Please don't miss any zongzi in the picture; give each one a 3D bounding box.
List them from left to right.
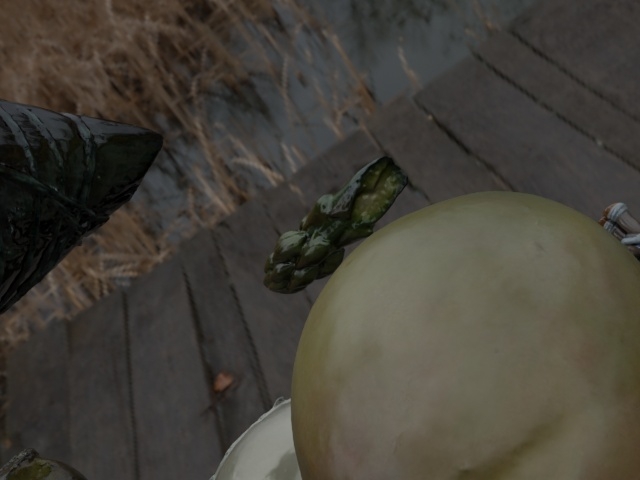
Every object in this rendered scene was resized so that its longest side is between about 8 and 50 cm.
[{"bbox_3d":[-0.328,0.011,0.877,0.319,0.383,0.362,-41,57,14],"label":"zongzi"}]

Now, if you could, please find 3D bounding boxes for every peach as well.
[{"bbox_3d":[0.107,0.123,0.613,0.247,0.292,0.292,4,40,16],"label":"peach"}]

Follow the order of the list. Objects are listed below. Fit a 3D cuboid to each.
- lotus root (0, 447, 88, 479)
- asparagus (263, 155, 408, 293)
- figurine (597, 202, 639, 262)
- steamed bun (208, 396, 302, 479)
[{"bbox_3d":[-0.230,0.308,0.947,0.124,0.241,0.123,-31,11,-36],"label":"lotus root"},{"bbox_3d":[0.000,0.000,1.184,0.287,0.080,0.080,-41,13,52],"label":"asparagus"},{"bbox_3d":[0.429,0.042,1.364,0.093,0.147,0.197,-32,64,-20],"label":"figurine"},{"bbox_3d":[0.039,0.384,1.350,0.374,0.374,0.241,-40,38,-6],"label":"steamed bun"}]
